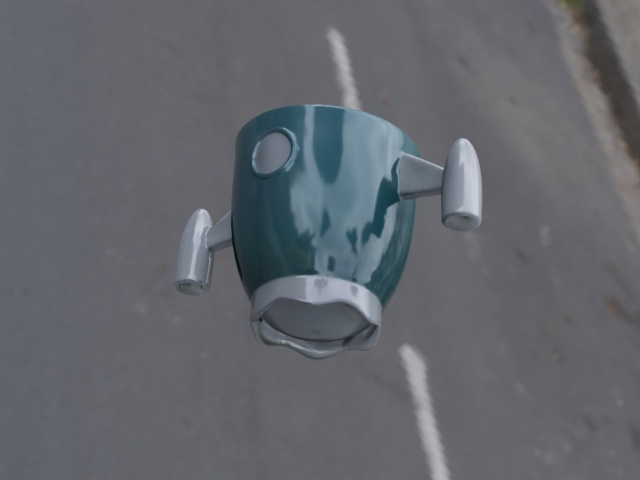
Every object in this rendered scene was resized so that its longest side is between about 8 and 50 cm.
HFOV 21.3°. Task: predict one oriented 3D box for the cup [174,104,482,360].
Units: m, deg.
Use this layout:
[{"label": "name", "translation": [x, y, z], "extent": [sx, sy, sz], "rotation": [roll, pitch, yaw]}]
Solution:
[{"label": "cup", "translation": [0.000, 0.000, 1.424], "extent": [0.167, 0.300, 0.173], "rotation": [39, 47, -45]}]
